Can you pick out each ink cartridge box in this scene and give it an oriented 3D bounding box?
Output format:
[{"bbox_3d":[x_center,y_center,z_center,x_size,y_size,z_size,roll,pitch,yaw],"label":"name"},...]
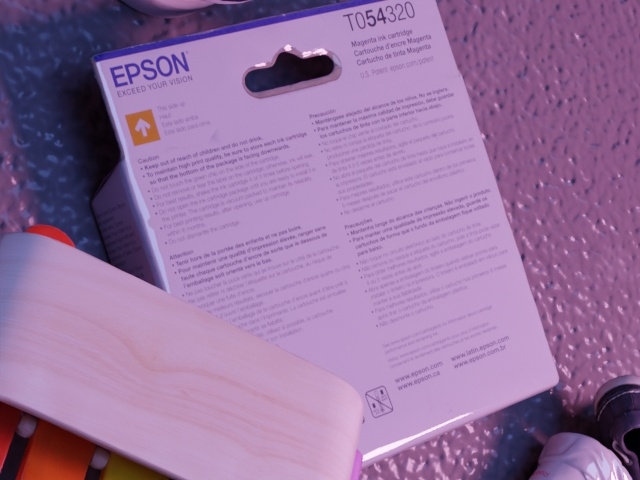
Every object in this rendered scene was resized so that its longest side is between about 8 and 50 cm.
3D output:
[{"bbox_3d":[0.000,0.000,1.329,0.324,0.071,0.330,-17,87,-38],"label":"ink cartridge box"}]

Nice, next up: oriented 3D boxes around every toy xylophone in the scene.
[{"bbox_3d":[-0.111,0.127,1.112,0.322,0.081,0.236,34,50,-12],"label":"toy xylophone"}]

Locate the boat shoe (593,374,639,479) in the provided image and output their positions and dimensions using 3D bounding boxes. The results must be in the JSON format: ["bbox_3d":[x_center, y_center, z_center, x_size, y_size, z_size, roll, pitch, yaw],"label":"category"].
[{"bbox_3d":[0.278,0.204,1.465,0.206,0.075,0.065,60,10,-25],"label":"boat shoe"}]

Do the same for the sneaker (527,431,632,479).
[{"bbox_3d":[0.227,0.271,1.437,0.115,0.090,0.232,-43,97,-29],"label":"sneaker"}]

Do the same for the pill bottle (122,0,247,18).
[{"bbox_3d":[-0.044,-0.248,1.229,0.153,0.264,0.153,11,71,-35],"label":"pill bottle"}]
